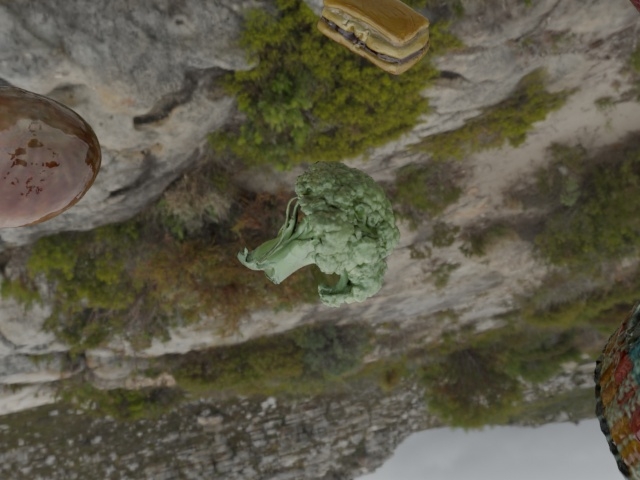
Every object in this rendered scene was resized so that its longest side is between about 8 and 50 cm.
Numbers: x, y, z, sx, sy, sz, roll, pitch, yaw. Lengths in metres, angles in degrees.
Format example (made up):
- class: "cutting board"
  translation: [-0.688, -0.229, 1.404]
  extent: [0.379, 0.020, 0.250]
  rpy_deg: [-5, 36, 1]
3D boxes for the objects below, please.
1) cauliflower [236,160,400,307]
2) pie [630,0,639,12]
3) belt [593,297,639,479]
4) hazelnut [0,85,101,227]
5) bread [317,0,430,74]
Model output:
- class: "cauliflower"
  translation: [0.021, 0.002, 1.072]
  extent: [0.281, 0.260, 0.327]
  rpy_deg: [-55, 164, 19]
- class: "pie"
  translation: [0.257, -0.222, 0.353]
  extent: [0.182, 0.183, 0.049]
  rpy_deg: [-11, -163, -8]
- class: "belt"
  translation: [0.308, 0.079, 0.331]
  extent: [0.294, 0.207, 0.161]
  rpy_deg: [-20, 139, -27]
- class: "hazelnut"
  translation: [-0.390, -0.111, 0.719]
  extent: [0.214, 0.176, 0.214]
  rpy_deg: [-23, 174, -3]
- class: "bread"
  translation: [0.096, -0.378, 0.987]
  extent: [0.116, 0.200, 0.077]
  rpy_deg: [-42, 160, -32]
